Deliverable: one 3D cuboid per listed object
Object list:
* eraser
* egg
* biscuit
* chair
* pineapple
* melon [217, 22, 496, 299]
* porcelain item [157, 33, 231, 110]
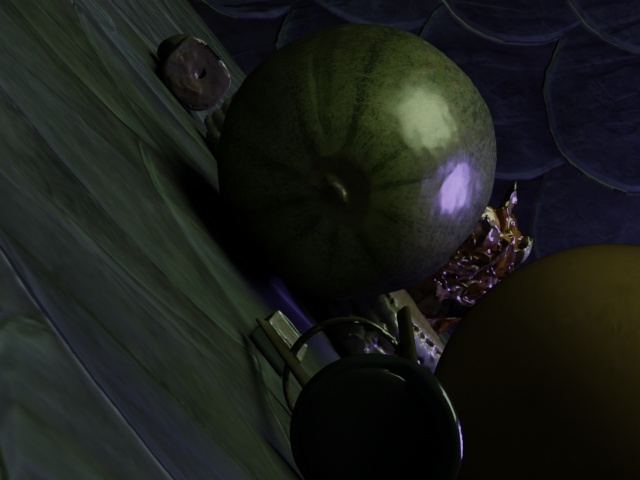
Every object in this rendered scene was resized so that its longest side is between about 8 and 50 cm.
[{"bbox_3d":[-0.028,0.071,1.074,0.038,0.019,0.083,50,4,0],"label":"eraser"},{"bbox_3d":[0.237,0.165,1.212,0.301,0.301,0.374,55,-1,36],"label":"egg"},{"bbox_3d":[0.000,0.000,1.589,0.144,0.078,0.426,46,6,-45],"label":"biscuit"},{"bbox_3d":[0.016,0.094,0.926,0.095,0.104,0.221,24,6,-13],"label":"chair"},{"bbox_3d":[0.133,0.044,1.663,0.161,0.334,0.158,15,69,-32],"label":"pineapple"},{"bbox_3d":[0.031,-0.069,1.344,0.248,0.248,0.329,51,9,-3],"label":"melon"},{"bbox_3d":[-0.159,-0.210,1.833,0.081,0.069,0.216,45,1,-17],"label":"porcelain item"}]
